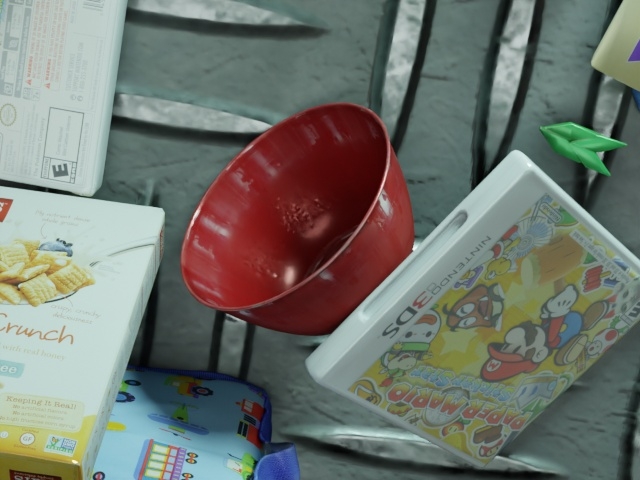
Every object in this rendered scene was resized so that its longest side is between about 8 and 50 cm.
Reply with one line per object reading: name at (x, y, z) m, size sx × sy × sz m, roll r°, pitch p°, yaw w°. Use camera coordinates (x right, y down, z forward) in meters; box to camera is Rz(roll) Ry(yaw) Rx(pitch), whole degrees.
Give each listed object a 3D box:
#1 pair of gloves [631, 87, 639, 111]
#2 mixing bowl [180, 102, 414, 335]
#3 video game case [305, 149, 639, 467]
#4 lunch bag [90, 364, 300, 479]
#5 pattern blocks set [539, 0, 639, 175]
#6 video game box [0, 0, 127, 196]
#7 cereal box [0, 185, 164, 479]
pair of gloves at (0.314, -0.168, 0.909) m, size 0.198 × 0.023 × 0.159 m, roll -22°, pitch 103°, yaw 7°
mixing bowl at (0.000, 0.000, 0.896) m, size 0.181 × 0.181 × 0.098 m, roll -39°, pitch 126°, yaw 10°
video game case at (0.128, 0.061, 0.902) m, size 0.206 × 0.026 × 0.227 m, roll -46°, pitch 136°, yaw 11°
lunch bag at (-0.162, 0.160, 0.896) m, size 0.293 × 0.221 × 0.138 m, roll -4°, pitch 104°, yaw 2°
pattern blocks set at (0.293, -0.175, 0.883) m, size 0.285 × 0.026 × 0.325 m, roll 34°, pitch 102°, yaw -5°
video game box at (-0.241, -0.148, 0.911) m, size 0.187 × 0.048 × 0.205 m, roll 10°, pitch 103°, yaw -4°
cereal box at (-0.213, 0.057, 0.842) m, size 0.173 × 0.240 × 0.047 m, roll 8°, pitch 133°, yaw 1°
